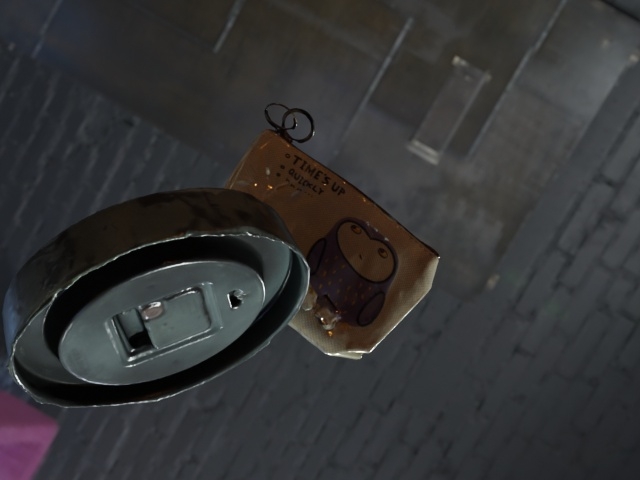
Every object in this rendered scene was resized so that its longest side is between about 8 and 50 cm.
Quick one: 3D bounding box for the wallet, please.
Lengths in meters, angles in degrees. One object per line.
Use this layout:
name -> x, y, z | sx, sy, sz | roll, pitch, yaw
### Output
wallet -> -0.001, 0.000, 1.589 | 0.275, 0.335, 0.068 | -56, -172, -35

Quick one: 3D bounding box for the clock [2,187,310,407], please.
clock -> -0.171, 0.068, 1.237 | 0.325, 0.067, 0.325 | -19, 150, -11
